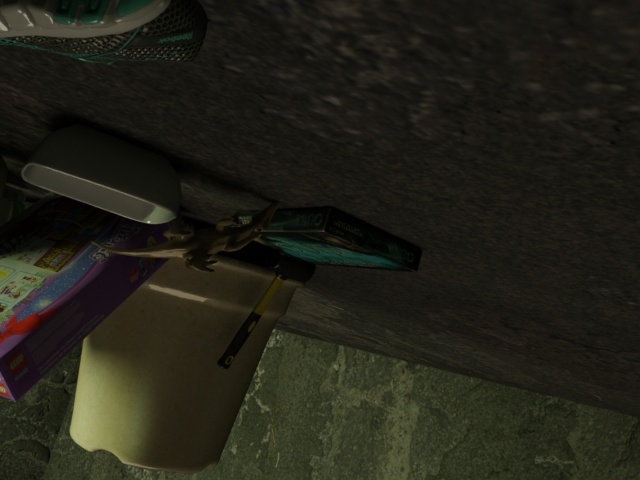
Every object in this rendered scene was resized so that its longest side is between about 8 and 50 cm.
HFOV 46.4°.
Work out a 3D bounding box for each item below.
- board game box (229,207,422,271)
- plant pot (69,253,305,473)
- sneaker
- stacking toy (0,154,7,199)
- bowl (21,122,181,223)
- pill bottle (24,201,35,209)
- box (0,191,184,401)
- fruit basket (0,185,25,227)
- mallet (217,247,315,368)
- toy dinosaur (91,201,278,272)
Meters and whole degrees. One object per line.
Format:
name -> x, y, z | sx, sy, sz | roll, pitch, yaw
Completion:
board game box -> 0.000, 0.000, 0.799 | 0.126, 0.026, 0.186 | 23, 168, -33
plant pot -> -0.220, 0.163, 1.110 | 0.334, 0.305, 0.334 | 14, 176, 1
sneaker -> -0.126, -0.108, 0.352 | 0.167, 0.064, 0.076 | 13, 173, 24
stacking toy -> -0.515, -0.107, 0.790 | 0.141, 0.141, 0.330 | 5, 158, 47
bowl -> -0.202, -0.063, 0.707 | 0.142, 0.053, 0.142 | 21, 168, -22
pill bottle -> -0.508, -0.013, 1.263 | 0.194, 0.108, 0.108 | 5, 165, 47
box -> -0.320, 0.042, 0.859 | 0.201, 0.293, 0.057 | 11, 129, 28
fruit basket -> -0.567, -0.017, 0.940 | 0.353, 0.327, 0.165 | 29, 128, -33
mallet -> -0.071, 0.091, 0.980 | 0.062, 0.189, 0.039 | 17, -162, -36
toy dinosaur -> -0.121, 0.005, 0.703 | 0.183, 0.053, 0.092 | -13, -178, -12
